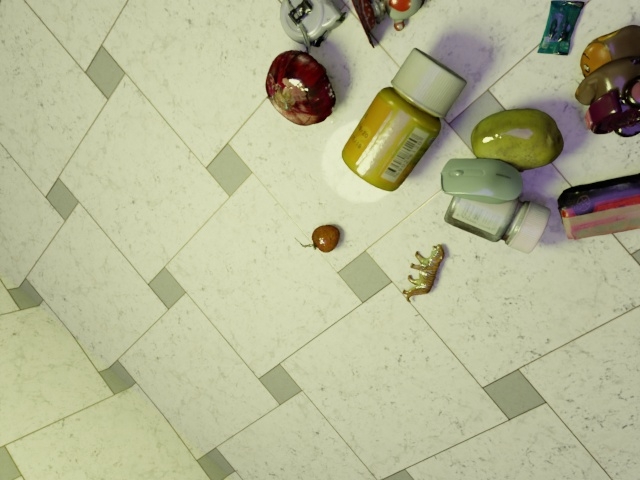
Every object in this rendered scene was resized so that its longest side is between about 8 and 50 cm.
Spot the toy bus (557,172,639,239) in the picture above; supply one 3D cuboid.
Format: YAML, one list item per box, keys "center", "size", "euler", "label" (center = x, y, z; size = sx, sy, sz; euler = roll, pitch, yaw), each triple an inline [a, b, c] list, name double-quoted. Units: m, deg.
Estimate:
- center: [0.833, -0.101, 1.326]
  size: [0.303, 0.127, 0.147]
  euler: [-11, 107, 23]
  label: "toy bus"

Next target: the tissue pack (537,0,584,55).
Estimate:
- center: [0.659, -0.584, 1.297]
  size: [0.085, 0.028, 0.138]
  euler: [15, 108, 18]
  label: "tissue pack"

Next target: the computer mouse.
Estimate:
- center: [0.460, -0.177, 1.353]
  size: [0.231, 0.079, 0.127]
  euler: [11, 67, 12]
  label: "computer mouse"

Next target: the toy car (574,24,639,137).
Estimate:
- center: [0.824, -0.416, 1.177]
  size: [0.341, 0.271, 0.240]
  euler: [-13, 81, 23]
  label: "toy car"

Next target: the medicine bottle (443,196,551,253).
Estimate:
- center: [0.531, -0.079, 1.436]
  size: [0.273, 0.165, 0.165]
  euler: [24, 114, 12]
  label: "medicine bottle"

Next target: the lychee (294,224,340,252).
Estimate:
- center: [0.006, -0.001, 1.713]
  size: [0.140, 0.101, 0.114]
  euler: [-42, 56, 15]
  label: "lychee"

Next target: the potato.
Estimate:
- center: [0.563, -0.289, 1.360]
  size: [0.228, 0.148, 0.197]
  euler: [-13, 118, 40]
  label: "potato"

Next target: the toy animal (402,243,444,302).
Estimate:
- center: [0.355, 0.117, 1.631]
  size: [0.099, 0.057, 0.241]
  euler: [19, 112, 16]
  label: "toy animal"

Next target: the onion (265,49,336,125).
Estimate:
- center: [-0.056, -0.502, 1.528]
  size: [0.252, 0.219, 0.252]
  euler: [35, 160, 14]
  label: "onion"

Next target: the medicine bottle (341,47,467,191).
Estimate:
- center: [0.247, -0.359, 1.428]
  size: [0.224, 0.224, 0.384]
  euler: [38, 118, 8]
  label: "medicine bottle"

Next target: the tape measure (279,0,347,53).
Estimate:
- center: [-0.041, -0.714, 1.501]
  size: [0.196, 0.105, 0.178]
  euler: [44, 118, 3]
  label: "tape measure"

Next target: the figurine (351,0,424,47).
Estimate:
- center: [0.214, -0.711, 1.385]
  size: [0.226, 0.160, 0.183]
  euler: [-22, 98, 18]
  label: "figurine"
